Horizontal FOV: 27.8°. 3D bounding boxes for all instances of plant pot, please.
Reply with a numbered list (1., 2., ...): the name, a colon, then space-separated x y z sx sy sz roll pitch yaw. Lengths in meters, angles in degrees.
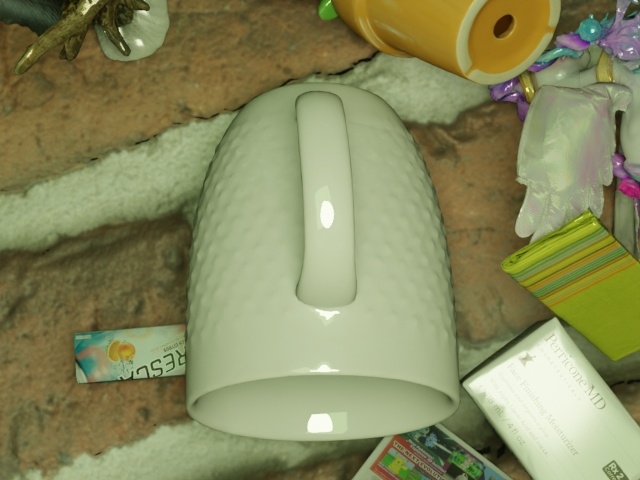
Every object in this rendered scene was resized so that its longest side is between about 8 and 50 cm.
1. plant pot: 0.140 -0.260 1.334 0.205 0.205 0.188 -41 47 0

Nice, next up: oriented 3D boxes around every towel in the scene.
1. towel: 0.276 0.050 1.269 0.102 0.237 0.021 -29 49 24

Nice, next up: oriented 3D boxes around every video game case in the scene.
1. video game case: 0.128 0.297 1.383 0.201 0.023 0.183 37 53 8

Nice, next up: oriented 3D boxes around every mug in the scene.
1. mug: 0.000 0.000 1.299 0.276 0.374 0.328 -1 68 -1

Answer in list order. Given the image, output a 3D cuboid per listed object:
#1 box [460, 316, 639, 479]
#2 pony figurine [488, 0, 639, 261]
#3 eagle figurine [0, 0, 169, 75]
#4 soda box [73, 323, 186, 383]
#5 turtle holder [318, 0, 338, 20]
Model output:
1. box: 0.245 0.185 1.353 0.119 0.182 0.181 -37 83 1
2. pony figurine: 0.341 -0.112 1.335 0.363 0.303 0.351 -12 57 25
3. eagle figurine: -0.317 -0.340 1.479 0.226 0.225 0.298 -18 43 -36
4. soda box: -0.181 0.126 1.456 0.183 0.063 0.058 -6 83 4
5. turtle holder: 0.002 -0.426 1.407 0.320 0.243 0.227 -56 45 15
